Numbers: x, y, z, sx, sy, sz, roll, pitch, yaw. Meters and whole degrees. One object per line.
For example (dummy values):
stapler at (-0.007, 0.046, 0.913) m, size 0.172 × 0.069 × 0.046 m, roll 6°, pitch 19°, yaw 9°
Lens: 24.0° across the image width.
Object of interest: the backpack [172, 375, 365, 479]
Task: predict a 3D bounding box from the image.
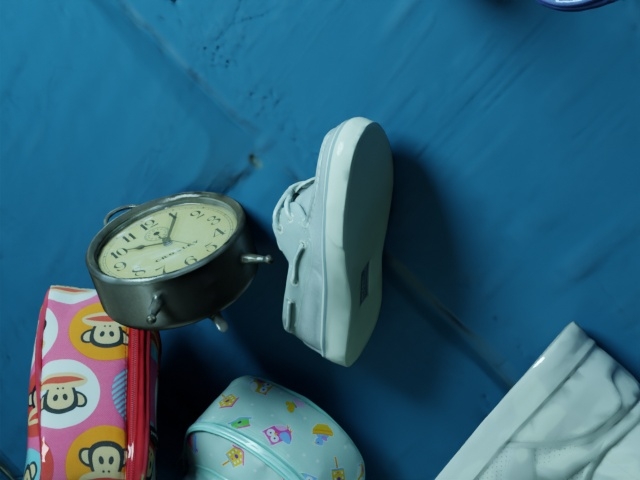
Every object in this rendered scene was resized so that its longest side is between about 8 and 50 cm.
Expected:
backpack at (-0.048, 0.216, 1.270) m, size 0.166 × 0.144 × 0.188 m, roll 30°, pitch 133°, yaw 25°

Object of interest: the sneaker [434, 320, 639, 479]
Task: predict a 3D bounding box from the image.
sneaker at (0.163, 0.212, 1.104) m, size 0.169 × 0.108 × 0.292 m, roll 40°, pitch 129°, yaw 8°

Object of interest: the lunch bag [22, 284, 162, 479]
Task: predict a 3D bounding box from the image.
lunch bag at (-0.202, 0.181, 1.311) m, size 0.120 × 0.258 × 0.293 m, roll 1°, pitch 139°, yaw -9°

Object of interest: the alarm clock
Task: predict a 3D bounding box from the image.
alarm clock at (-0.123, 0.011, 1.190) m, size 0.192 × 0.129 × 0.064 m, roll 39°, pitch 150°, yaw 52°

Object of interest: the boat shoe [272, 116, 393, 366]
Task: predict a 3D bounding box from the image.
boat shoe at (0.000, 0.000, 1.107) m, size 0.081 × 0.079 × 0.228 m, roll 21°, pitch 136°, yaw 19°

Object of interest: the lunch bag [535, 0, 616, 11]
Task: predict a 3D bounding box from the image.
lunch bag at (0.162, -0.266, 0.750) m, size 0.303 × 0.115 × 0.243 m, roll -25°, pitch 102°, yaw 45°
